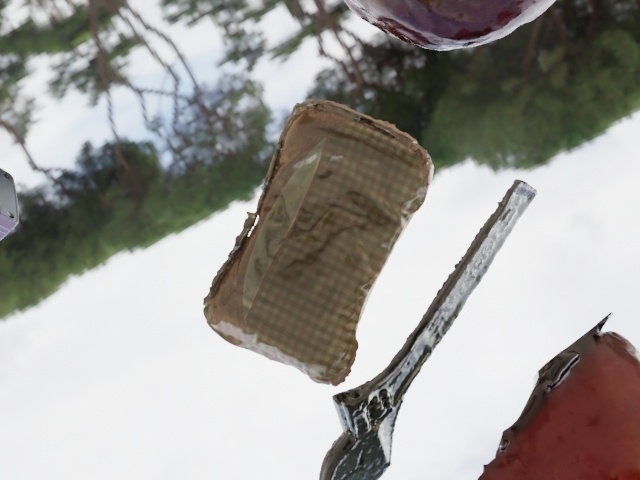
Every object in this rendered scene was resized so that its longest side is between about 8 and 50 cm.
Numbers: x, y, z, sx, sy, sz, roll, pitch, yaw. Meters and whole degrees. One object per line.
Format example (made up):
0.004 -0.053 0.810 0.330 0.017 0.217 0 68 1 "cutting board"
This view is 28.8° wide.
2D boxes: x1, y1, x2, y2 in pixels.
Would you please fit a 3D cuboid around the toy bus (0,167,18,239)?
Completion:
-0.374 -0.053 1.153 0.098 0.178 0.087 -42 -140 21 "toy bus"

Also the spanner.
0.096 0.079 1.073 0.026 0.093 0.325 22 -109 48 "spanner"

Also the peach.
0.178 0.247 0.919 0.362 0.201 0.257 -54 166 8 "peach"

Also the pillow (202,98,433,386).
-0.002 -0.002 0.986 0.135 0.211 0.034 23 -177 18 "pillow"

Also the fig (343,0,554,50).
0.034 -0.243 0.675 0.190 0.290 0.190 -45 -174 6 "fig"
